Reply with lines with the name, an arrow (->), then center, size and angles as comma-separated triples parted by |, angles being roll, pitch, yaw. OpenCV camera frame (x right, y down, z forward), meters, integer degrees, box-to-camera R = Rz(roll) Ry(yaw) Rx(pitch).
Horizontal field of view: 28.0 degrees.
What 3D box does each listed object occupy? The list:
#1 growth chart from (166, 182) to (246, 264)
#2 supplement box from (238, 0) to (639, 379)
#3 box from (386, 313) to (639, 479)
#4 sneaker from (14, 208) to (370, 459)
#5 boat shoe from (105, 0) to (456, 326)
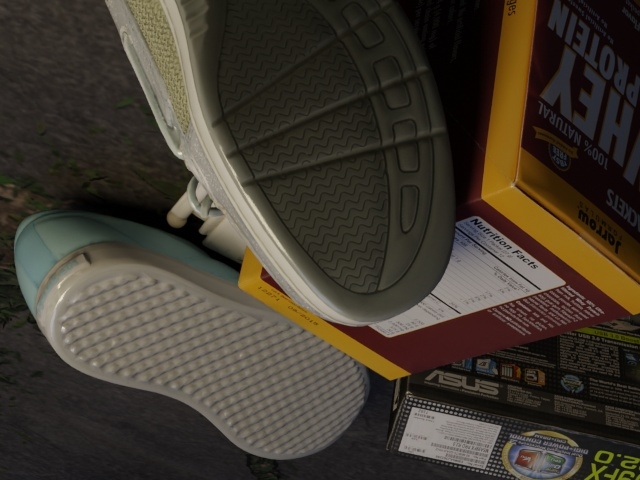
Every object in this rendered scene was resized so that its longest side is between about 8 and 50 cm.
growth chart -> 0.000, 0.000, 0.993 | 0.237, 0.021, 0.172 | 29, 144, -26
supplement box -> 0.081, -0.050, 0.722 | 0.194, 0.191, 0.129 | -20, 137, 41
box -> 0.188, 0.071, 0.853 | 0.270, 0.216, 0.060 | 12, 131, -1
sneaker -> -0.097, 0.063, 1.057 | 0.135, 0.150, 0.366 | -48, 136, 6
boat shoe -> -0.041, -0.100, 0.626 | 0.118, 0.320, 0.103 | -26, 169, -24
